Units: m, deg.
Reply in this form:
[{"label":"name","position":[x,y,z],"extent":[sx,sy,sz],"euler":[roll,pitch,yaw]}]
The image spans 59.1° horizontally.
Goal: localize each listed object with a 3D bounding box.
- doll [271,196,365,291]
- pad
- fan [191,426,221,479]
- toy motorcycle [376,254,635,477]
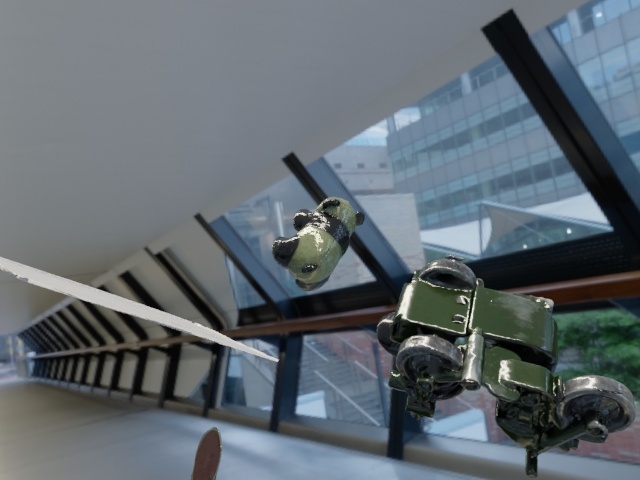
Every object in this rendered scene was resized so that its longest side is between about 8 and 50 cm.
[{"label":"doll","position":[0.000,0.002,1.255],"extent":[0.135,0.143,0.234],"euler":[-18,31,51]},{"label":"pad","position":[-0.158,0.056,0.474],"extent":[0.232,0.004,0.156],"euler":[29,-13,-40]},{"label":"fan","position":[-0.132,0.279,0.672],"extent":[0.005,0.085,0.133],"euler":[23,4,-25]},{"label":"toy motorcycle","position":[0.197,0.129,0.649],"extent":[0.275,0.127,0.205],"euler":[14,40,12]}]
